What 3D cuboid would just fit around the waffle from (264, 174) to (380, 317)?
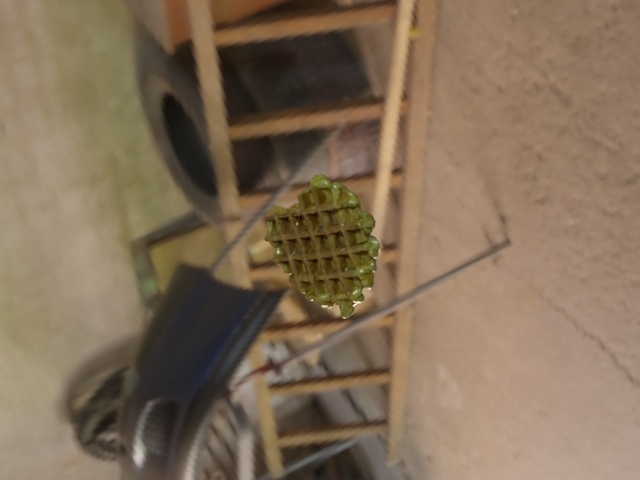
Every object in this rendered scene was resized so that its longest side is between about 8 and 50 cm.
[{"bbox_3d":[0.002,0.001,0.764,0.078,0.016,0.085,51,141,14],"label":"waffle"}]
